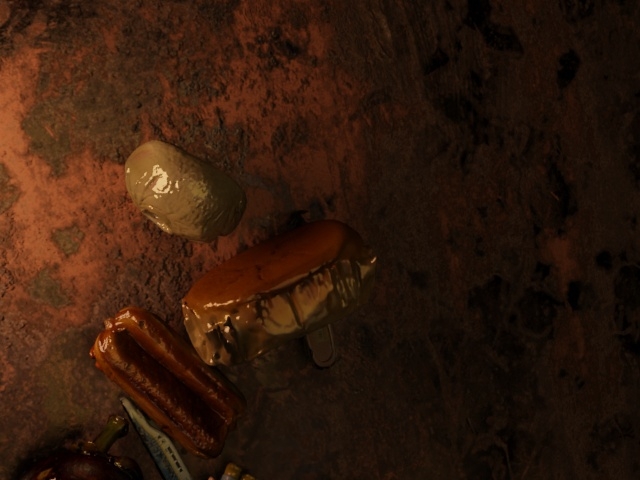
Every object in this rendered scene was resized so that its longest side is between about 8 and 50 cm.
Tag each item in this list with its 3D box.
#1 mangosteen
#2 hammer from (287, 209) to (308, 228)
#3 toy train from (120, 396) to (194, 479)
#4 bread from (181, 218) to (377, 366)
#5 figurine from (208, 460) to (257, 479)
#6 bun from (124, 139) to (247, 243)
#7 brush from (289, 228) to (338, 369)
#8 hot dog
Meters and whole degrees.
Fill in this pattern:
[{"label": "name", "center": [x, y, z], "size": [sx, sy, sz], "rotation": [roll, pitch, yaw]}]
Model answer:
[{"label": "mangosteen", "center": [-0.432, 0.454, 1.190], "size": [0.231, 0.231, 0.289], "rotation": [32, 37, -21]}, {"label": "hammer", "center": [0.000, 0.000, 1.463], "size": [0.182, 0.017, 0.062], "rotation": [45, 49, -24]}, {"label": "toy train", "center": [-0.323, 0.403, 1.304], "size": [0.051, 0.052, 0.234], "rotation": [-30, 101, -24]}, {"label": "bread", "center": [-0.084, 0.095, 1.298], "size": [0.388, 0.236, 0.183], "rotation": [-24, 101, -15]}, {"label": "figurine", "center": [-0.214, 0.583, 1.314], "size": [0.162, 0.143, 0.263], "rotation": [42, 57, -25]}, {"label": "bun", "center": [-0.260, -0.082, 1.257], "size": [0.244, 0.244, 0.153], "rotation": [32, 87, -21]}, {"label": "brush", "center": [-0.035, 0.129, 1.438], "size": [0.072, 0.067, 0.313], "rotation": [-8, 82, -37]}, {"label": "hot dog", "center": [-0.295, 0.277, 1.281], "size": [0.349, 0.117, 0.158], "rotation": [47, 55, -19]}]
